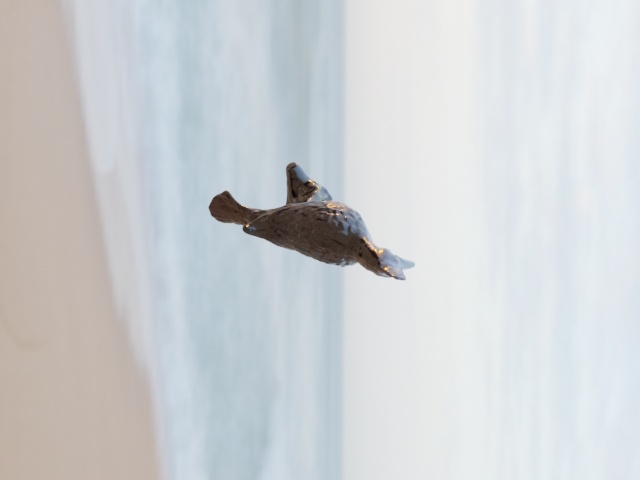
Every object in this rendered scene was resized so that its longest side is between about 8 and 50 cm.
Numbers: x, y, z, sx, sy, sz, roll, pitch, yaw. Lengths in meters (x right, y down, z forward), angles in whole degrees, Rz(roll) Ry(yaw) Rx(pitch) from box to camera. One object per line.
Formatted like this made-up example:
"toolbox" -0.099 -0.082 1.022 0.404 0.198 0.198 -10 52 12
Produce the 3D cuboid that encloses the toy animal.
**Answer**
"toy animal" 0.004 -0.004 1.197 0.202 0.105 0.070 30 -55 42
